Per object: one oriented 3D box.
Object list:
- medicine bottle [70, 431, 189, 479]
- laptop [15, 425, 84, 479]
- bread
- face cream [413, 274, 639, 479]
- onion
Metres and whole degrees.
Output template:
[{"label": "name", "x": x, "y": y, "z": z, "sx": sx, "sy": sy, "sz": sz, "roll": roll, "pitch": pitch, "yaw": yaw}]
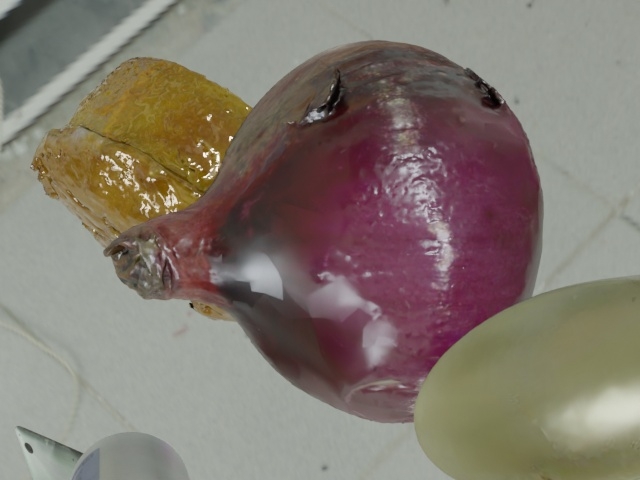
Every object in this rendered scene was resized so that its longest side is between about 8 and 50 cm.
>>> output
[{"label": "medicine bottle", "x": -0.146, "y": 0.223, "z": 1.081, "sx": 0.102, "sy": 0.187, "sz": 0.103, "roll": -2, "pitch": 100, "yaw": -9}, {"label": "laptop", "x": -0.190, "y": 0.290, "z": 1.379, "sx": 0.269, "sy": 0.188, "sz": 0.015, "roll": 15, "pitch": 41, "yaw": 35}, {"label": "bread", "x": -0.173, "y": -0.055, "z": 1.747, "sx": 0.398, "sy": 0.398, "sz": 0.215, "roll": 30, "pitch": 75, "yaw": 21}, {"label": "face cream", "x": 0.185, "y": 0.057, "z": 0.653, "sx": 0.173, "sy": 0.348, "sz": 0.081, "roll": -22, "pitch": 78, "yaw": 36}, {"label": "onion", "x": 0.000, "y": 0.000, "z": 1.238, "sx": 0.385, "sy": 0.348, "sz": 0.348, "roll": -8, "pitch": 59, "yaw": -16}]
